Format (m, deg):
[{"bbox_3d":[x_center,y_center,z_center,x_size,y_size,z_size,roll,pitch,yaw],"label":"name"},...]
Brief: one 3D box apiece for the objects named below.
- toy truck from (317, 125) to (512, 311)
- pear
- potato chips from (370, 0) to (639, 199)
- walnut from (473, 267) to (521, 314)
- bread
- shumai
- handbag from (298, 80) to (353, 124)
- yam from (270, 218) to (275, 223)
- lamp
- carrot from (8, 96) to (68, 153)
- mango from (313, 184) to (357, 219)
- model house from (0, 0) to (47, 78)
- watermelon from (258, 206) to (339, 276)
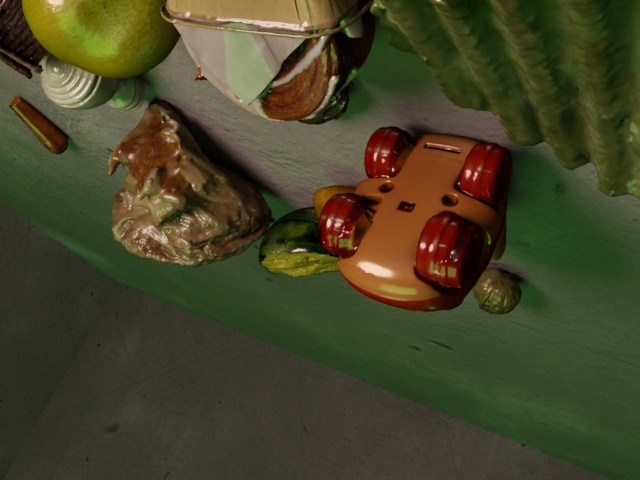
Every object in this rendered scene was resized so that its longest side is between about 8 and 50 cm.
[{"bbox_3d":[0.141,-0.005,0.766,0.189,0.265,0.239,16,149,30],"label":"toy truck"},{"bbox_3d":[-0.221,-0.283,0.657,0.216,0.166,0.180,-26,119,29],"label":"pear"},{"bbox_3d":[0.254,-0.133,0.483,0.389,0.097,0.373,29,162,-29],"label":"potato chips"},{"bbox_3d":[0.314,0.091,1.061,0.092,0.092,0.092,23,161,8],"label":"walnut"},{"bbox_3d":[-0.045,-0.229,0.598,0.224,0.142,0.212,16,145,27],"label":"bread"},{"bbox_3d":[-0.239,-0.118,1.102,0.313,0.267,0.262,7,133,-4],"label":"shumai"},{"bbox_3d":[0.002,-0.182,0.779,0.072,0.047,0.111,43,156,-28],"label":"handbag"},{"bbox_3d":[-0.159,-0.067,1.325,0.129,0.027,0.033,31,162,-18],"label":"yam"},{"bbox_3d":[-0.346,-0.247,0.923,0.106,0.106,0.193,20,-172,16],"label":"lamp"},{"bbox_3d":[-0.656,-0.268,1.399,0.055,0.055,0.161,13,151,32],"label":"carrot"},{"bbox_3d":[0.089,-0.023,1.001,0.227,0.109,0.147,30,-175,-13],"label":"mango"},{"bbox_3d":[-0.421,-0.325,0.769,0.141,0.164,0.203,3,150,38],"label":"model house"},{"bbox_3d":[-0.008,0.001,1.145,0.232,0.127,0.204,-12,162,34],"label":"watermelon"}]
